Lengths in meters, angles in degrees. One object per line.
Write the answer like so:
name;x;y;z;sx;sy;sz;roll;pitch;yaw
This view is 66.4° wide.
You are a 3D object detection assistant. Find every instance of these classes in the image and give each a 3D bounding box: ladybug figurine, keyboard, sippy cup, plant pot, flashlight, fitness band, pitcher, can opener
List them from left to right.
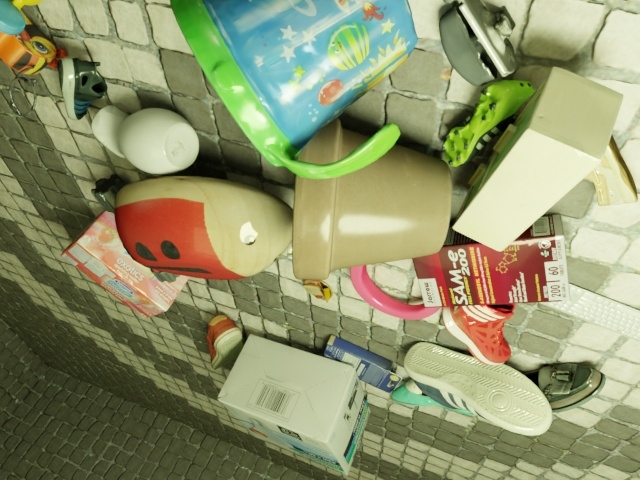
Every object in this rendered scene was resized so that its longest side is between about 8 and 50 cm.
flashlight;-0.453;-0.025;1.251;0.103;0.103;0.304;-18;128;11
pitcher;-0.329;-0.182;0.976;0.207;0.126;0.178;15;155;33
ladybug figurine;-0.257;-0.014;1.024;0.449;0.162;0.305;0;160;34
sippy cup;-0.017;-0.243;0.585;0.224;0.240;0.306;-29;112;8
plant pot;0.079;-0.058;0.782;0.229;0.263;0.263;5;141;1
fitness band;0.164;0.061;1.003;0.208;0.054;0.291;19;141;12
can opener;0.137;-0.300;0.569;0.283;0.076;0.095;45;139;-21
keyboard;0.510;0.128;0.898;0.255;0.014;0.072;22;143;8

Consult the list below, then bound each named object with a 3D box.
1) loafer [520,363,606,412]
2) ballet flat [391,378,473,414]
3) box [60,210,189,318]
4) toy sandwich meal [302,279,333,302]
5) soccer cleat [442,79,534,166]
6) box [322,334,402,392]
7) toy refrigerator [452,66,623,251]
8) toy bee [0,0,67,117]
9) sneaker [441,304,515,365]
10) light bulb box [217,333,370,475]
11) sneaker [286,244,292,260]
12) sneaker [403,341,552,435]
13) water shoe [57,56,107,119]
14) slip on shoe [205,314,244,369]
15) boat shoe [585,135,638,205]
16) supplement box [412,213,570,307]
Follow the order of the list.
loafer;0.492;0.322;1.080;0.084;0.096;0.267;41;147;3
ballet flat;0.304;0.399;1.312;0.247;0.083;0.087;0;111;32
box;-0.542;0.069;1.379;0.300;0.142;0.154;44;140;-22
toy sandwich meal;-0.008;0.124;1.204;0.085;0.029;0.086;17;142;14
soccer cleat;0.233;-0.159;0.693;0.072;0.060;0.179;-12;162;-16
box;0.117;0.355;1.396;0.225;0.037;0.136;24;144;7
toy refrigerator;0.268;-0.092;0.655;0.094;0.102;0.269;26;159;8
toy bee;-0.559;-0.362;0.885;0.195;0.162;0.299;-8;101;18
sneaker;0.360;0.182;1.000;0.221;0.087;0.128;32;134;-31
light bulb box;-0.063;0.505;1.499;0.357;0.225;0.361;12;146;24
sneaker;0.000;0.000;0.991;0.081;0.080;0.211;6;149;-25
sneaker;0.365;0.355;1.144;0.350;0.131;0.148;21;151;43
water shoe;-0.458;-0.287;0.957;0.080;0.073;0.203;-6;177;-22
slip on shoe;-0.318;0.334;1.602;0.101;0.123;0.331;53;155;20
boat shoe;0.372;-0.106;0.663;0.059;0.063;0.170;-21;123;38
supplement box;0.286;0.040;0.834;0.239;0.073;0.130;-7;119;25
